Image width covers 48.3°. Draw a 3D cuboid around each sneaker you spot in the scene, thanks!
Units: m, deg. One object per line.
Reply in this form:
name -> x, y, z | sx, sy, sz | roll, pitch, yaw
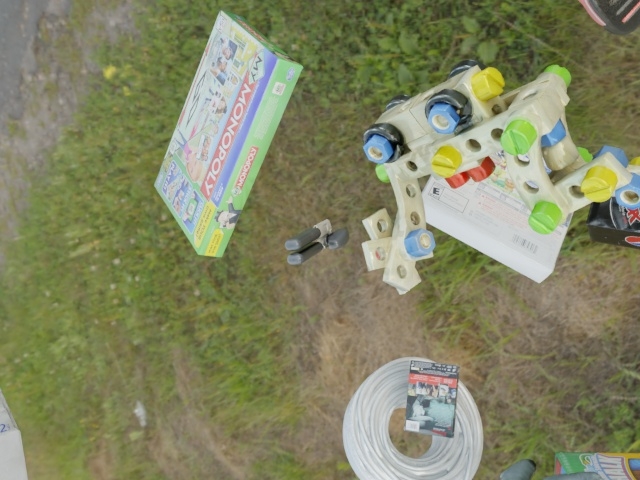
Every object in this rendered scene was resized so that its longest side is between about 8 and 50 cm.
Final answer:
sneaker -> 0.428, -0.477, 1.178 | 0.116, 0.136, 0.314 | -43, 106, 8

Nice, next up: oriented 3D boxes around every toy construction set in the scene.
toy construction set -> 0.165, -0.071, 0.777 | 0.327, 0.151, 0.215 | -28, 112, 39

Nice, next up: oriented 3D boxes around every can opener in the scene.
can opener -> 0.000, 0.000, 1.902 | 0.095, 0.283, 0.076 | -5, 100, 21

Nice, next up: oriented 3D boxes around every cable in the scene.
cable -> 0.169, 0.345, 1.287 | 0.257, 0.257, 0.089 | 33, 153, 2

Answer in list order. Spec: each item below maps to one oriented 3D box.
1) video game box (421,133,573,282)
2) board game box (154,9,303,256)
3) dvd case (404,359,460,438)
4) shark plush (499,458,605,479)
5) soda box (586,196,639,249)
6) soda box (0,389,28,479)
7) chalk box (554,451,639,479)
video game box -> 0.256, -0.066, 1.014 | 0.205, 0.187, 0.048 | 29, 151, 4
board game box -> -0.152, -0.164, 1.091 | 0.213, 0.046, 0.317 | 49, 121, 45
dvd case -> 0.187, 0.265, 1.196 | 0.087, 0.013, 0.119 | 1, 79, 30
shark plush -> 0.129, 0.204, 0.534 | 0.067, 0.161, 0.073 | 108, 156, -66
soda box -> 0.377, -0.017, 0.759 | 0.169, 0.060, 0.053 | 11, 75, 28
soda box -> -0.423, 0.328, 0.899 | 0.091, 0.098, 0.286 | 39, 134, 42
chalk box -> 0.363, 0.359, 0.806 | 0.289, 0.179, 0.180 | 1, 101, 4
